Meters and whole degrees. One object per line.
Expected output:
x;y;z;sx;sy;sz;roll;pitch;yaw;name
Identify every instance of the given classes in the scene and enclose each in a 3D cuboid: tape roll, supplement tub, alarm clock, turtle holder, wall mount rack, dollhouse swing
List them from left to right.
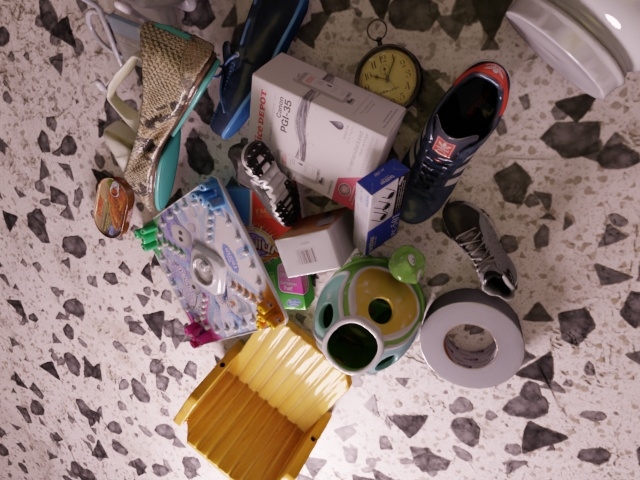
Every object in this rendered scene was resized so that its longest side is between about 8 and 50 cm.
-0.422;-0.427;0.893;0.350;0.130;0.304;25;152;11;wall mount rack
-0.142;0.431;1.088;0.346;0.315;0.305;38;138;4;dollhouse swing
0.125;0.161;0.909;0.320;0.227;0.243;-27;97;27;turtle holder
0.131;-0.334;0.816;0.129;0.064;0.192;-10;109;24;alarm clock
0.339;0.222;0.938;0.219;0.072;0.219;7;110;18;tape roll
0.461;-0.395;0.570;0.241;0.241;0.331;43;117;2;supplement tub

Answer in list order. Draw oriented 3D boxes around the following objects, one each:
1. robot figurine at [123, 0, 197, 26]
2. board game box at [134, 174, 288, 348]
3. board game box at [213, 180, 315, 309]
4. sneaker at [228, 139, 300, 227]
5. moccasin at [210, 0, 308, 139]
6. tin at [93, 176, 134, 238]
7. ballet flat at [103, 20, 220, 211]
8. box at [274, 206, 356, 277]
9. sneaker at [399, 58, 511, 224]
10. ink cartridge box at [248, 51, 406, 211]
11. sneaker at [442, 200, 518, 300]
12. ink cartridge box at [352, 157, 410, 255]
-0.335;-0.593;0.770;0.199;0.300;0.353;25;155;10;robot figurine
-0.305;0.082;1.077;0.390;0.050;0.390;-22;95;39;board game box
-0.157;0.017;1.054;0.242;0.064;0.317;-2;108;21;board game box
-0.120;-0.122;0.887;0.106;0.078;0.234;21;154;38;sneaker
-0.152;-0.384;0.878;0.116;0.138;0.342;32;104;-7;moccasin
-0.595;-0.095;1.195;0.106;0.040;0.190;28;116;5;tin
-0.367;-0.252;0.890;0.182;0.164;0.483;25;139;-16;ballet flat
0.000;0.000;0.928;0.130;0.170;0.091;-13;106;24;box
0.230;-0.170;0.790;0.131;0.148;0.350;28;118;9;sneaker
-0.001;-0.216;0.845;0.283;0.117;0.207;28;141;9;ink cartridge box
0.327;0.025;0.835;0.086;0.132;0.229;-38;93;28;sneaker
0.118;-0.061;0.841;0.046;0.097;0.207;47;160;27;ink cartridge box
